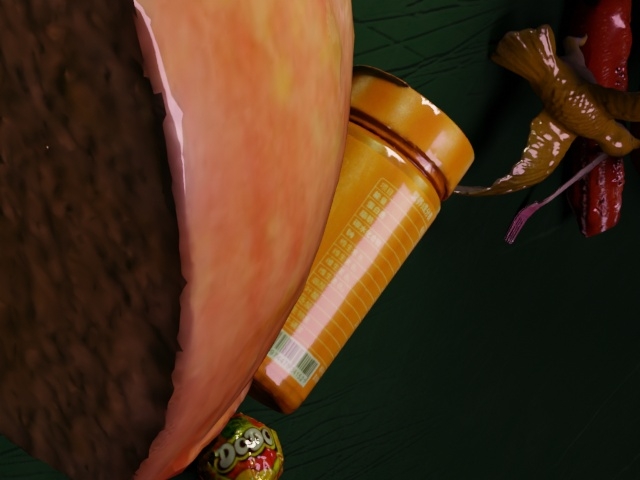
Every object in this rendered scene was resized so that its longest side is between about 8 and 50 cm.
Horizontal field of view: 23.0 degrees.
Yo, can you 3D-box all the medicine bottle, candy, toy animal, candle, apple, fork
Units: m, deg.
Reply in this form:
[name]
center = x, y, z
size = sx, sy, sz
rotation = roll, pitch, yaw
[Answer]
[medicine bottle]
center = 0.000, 0.000, 0.926
size = 0.192, 0.096, 0.096
rotation = -54, 151, -11
[candy]
center = -0.063, 0.188, 1.057
size = 0.060, 0.060, 0.201
rotation = -36, 152, -37
[toy animal]
center = 0.192, -0.107, 1.126
size = 0.219, 0.095, 0.155
rotation = -30, 166, 29
[candle]
center = 0.216, -0.114, 1.224
size = 0.051, 0.048, 0.329
rotation = -11, 140, -1
[apple]
center = -0.111, -0.101, 0.555
size = 0.252, 0.314, 0.309
rotation = 1, 126, -11
[fork]
center = 0.190, -0.039, 1.255
size = 0.115, 0.012, 0.016
rotation = -42, 155, 16

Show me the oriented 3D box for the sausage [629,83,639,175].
[sausage]
center = 0.316, -0.192, 1.228
size = 0.348, 0.094, 0.097
rotation = -69, 158, 0
